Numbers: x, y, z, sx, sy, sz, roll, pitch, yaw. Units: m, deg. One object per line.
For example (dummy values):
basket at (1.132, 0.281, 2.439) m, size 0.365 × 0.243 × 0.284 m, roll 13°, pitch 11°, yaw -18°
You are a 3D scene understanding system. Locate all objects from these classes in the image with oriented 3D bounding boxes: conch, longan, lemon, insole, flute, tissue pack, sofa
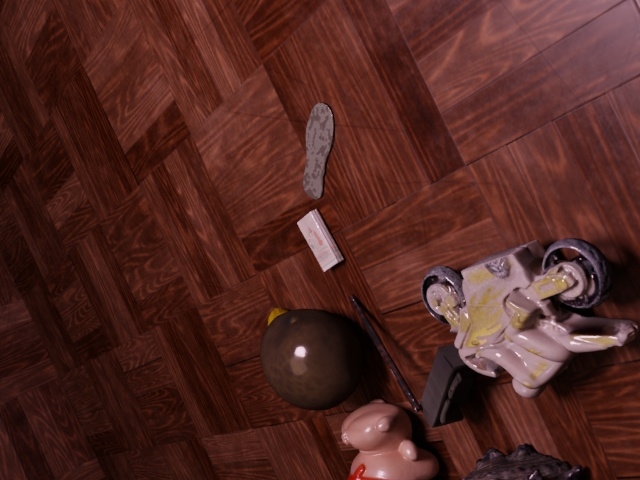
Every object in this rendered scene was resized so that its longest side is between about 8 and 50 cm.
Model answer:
conch at (0.298, 0.451, 1.237) m, size 0.241 × 0.186 × 0.313 m, roll 39°, pitch 124°, yaw -8°
longan at (-0.013, 0.218, 1.479) m, size 0.212 × 0.198 × 0.198 m, roll -24°, pitch 91°, yaw 50°
lemon at (-0.073, 0.180, 1.634) m, size 0.065 × 0.065 × 0.092 m, roll -34°, pitch 83°, yaw 54°
insole at (-0.005, -0.155, 1.402) m, size 0.065 × 0.006 × 0.193 m, roll 37°, pitch 136°, yaw 33°
flute at (0.108, 0.190, 1.384) m, size 0.014 × 0.014 × 0.269 m, roll 104°, pitch 147°, yaw -40°
tissue pack at (0.000, 0.000, 1.469) m, size 0.056 × 0.023 × 0.108 m, roll -35°, pitch 82°, yaw 54°
sofa at (0.219, 0.231, 1.268) m, size 0.060 × 0.085 × 0.147 m, roll -124°, pitch 34°, yaw -44°

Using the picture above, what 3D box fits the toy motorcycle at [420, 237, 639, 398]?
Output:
toy motorcycle at (0.282, 0.115, 1.110) m, size 0.341 × 0.108 × 0.222 m, roll -23°, pitch 91°, yaw 56°

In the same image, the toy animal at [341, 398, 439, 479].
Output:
toy animal at (0.119, 0.398, 1.446) m, size 0.171 × 0.171 × 0.197 m, roll -10°, pitch 94°, yaw 53°
